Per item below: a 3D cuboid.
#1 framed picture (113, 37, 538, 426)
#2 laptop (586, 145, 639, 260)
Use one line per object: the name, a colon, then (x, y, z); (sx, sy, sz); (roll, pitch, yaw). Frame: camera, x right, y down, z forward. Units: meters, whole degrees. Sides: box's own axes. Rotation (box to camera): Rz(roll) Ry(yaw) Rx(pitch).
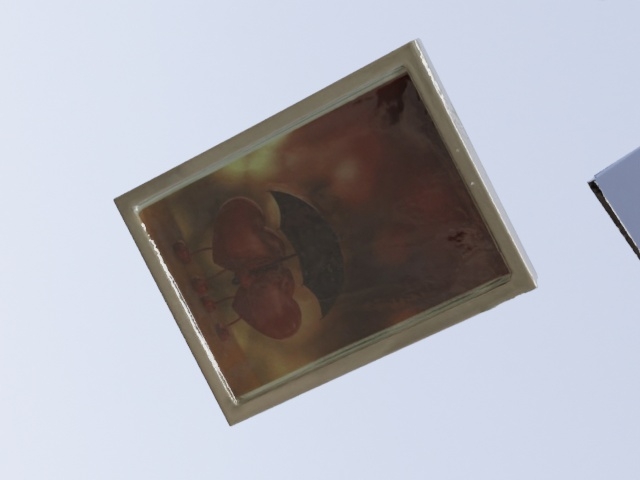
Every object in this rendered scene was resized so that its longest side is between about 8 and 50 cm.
framed picture: (0.000, 0.000, 1.275); (0.289, 0.020, 0.211); (-26, -87, 22)
laptop: (0.320, -0.025, 1.486); (0.016, 0.197, 0.135); (-35, -94, 39)
